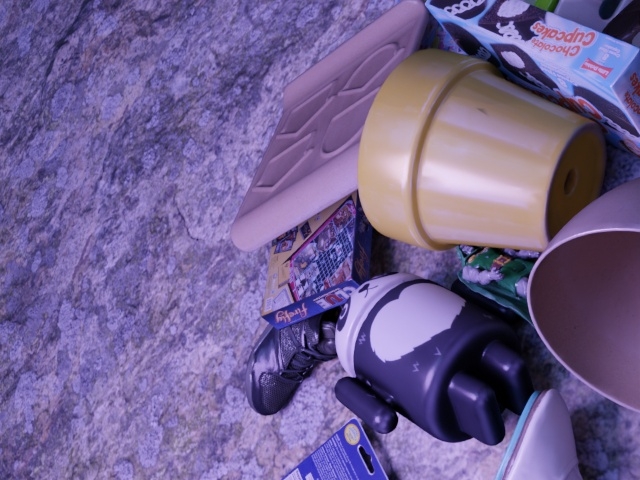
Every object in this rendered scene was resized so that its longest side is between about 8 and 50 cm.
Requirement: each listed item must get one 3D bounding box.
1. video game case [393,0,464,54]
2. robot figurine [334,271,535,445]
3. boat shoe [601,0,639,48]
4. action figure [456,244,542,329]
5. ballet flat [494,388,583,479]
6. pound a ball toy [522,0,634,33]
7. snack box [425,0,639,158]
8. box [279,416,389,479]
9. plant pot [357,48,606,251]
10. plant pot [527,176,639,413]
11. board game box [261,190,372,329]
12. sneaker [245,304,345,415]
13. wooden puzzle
[{"bbox_3d":[0.188,-0.367,1.633,0.193,0.023,0.212,9,84,46],"label":"video game case"},{"bbox_3d":[0.142,0.146,1.403,0.278,0.209,0.174,30,112,46],"label":"robot figurine"},{"bbox_3d":[0.453,-0.286,1.302,0.257,0.095,0.095,-39,23,8],"label":"boat shoe"},{"bbox_3d":[0.249,0.046,1.385,0.232,0.137,0.063,24,135,52],"label":"action figure"},{"bbox_3d":[0.239,0.372,1.287,0.139,0.139,0.400,30,103,46],"label":"ballet flat"},{"bbox_3d":[0.386,-0.402,1.394,0.319,0.135,0.208,-61,20,11],"label":"pound a ball toy"},{"bbox_3d":[0.288,-0.212,1.361,0.060,0.187,0.322,-52,45,-1],"label":"snack box"},{"bbox_3d":[0.006,0.369,1.558,0.225,0.036,0.136,-44,50,19],"label":"box"},{"bbox_3d":[0.213,-0.095,1.373,0.239,0.254,0.254,18,90,34],"label":"plant pot"},{"bbox_3d":[0.386,0.033,1.163,0.284,0.284,0.191,-7,37,44],"label":"plant pot"},{"bbox_3d":[0.000,0.000,1.623,0.165,0.042,0.243,-24,41,31],"label":"board game box"},{"bbox_3d":[-0.029,0.168,1.632,0.130,0.087,0.228,30,94,52],"label":"sneaker"},{"bbox_3d":[0.029,-0.159,1.617,0.322,0.080,0.348,-30,33,40],"label":"wooden puzzle"}]
